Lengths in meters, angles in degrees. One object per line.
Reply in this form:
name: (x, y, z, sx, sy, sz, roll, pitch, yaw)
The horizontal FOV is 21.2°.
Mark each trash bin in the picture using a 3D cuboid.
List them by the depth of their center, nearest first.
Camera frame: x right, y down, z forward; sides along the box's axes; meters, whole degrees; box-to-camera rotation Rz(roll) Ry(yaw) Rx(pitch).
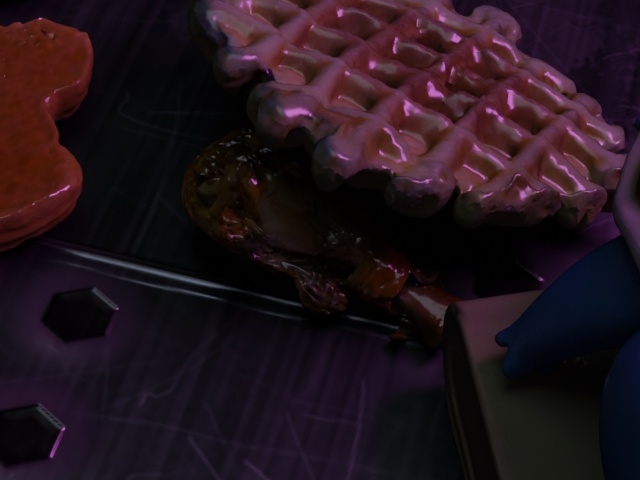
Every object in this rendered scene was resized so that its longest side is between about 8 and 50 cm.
trash bin: (0.211, 0.120, 0.981, 0.247, 0.121, 0.243, -7, 48, -6)

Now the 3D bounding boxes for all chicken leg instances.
chicken leg: (0.001, -0.001, 1.096, 0.207, 0.101, 0.085, 34, 87, 14)

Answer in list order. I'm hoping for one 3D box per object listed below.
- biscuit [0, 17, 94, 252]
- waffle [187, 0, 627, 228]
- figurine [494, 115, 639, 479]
biscuit: (-0.313, -0.057, 1.144, 0.376, 0.051, 0.269, -29, 55, -27)
waffle: (0.059, -0.104, 1.153, 0.309, 0.056, 0.292, 2, 35, -31)
figurine: (0.269, -0.003, 0.897, 0.298, 0.243, 0.416, 20, 72, 9)
